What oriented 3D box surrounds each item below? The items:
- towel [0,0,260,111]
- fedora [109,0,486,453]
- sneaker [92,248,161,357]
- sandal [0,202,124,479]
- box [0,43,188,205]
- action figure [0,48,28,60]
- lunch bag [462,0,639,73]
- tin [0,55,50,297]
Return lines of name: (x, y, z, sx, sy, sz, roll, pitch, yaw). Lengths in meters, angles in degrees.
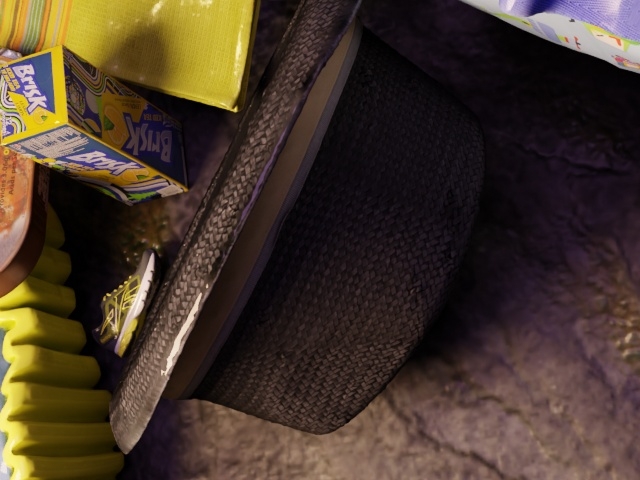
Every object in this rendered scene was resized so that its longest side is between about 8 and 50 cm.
towel: (-0.150, -0.165, 0.784, 0.237, 0.021, 0.102, 18, 110, 23)
fedora: (0.000, 0.000, 0.695, 0.153, 0.334, 0.334, 25, 86, -7)
sneaker: (-0.144, 0.043, 0.827, 0.035, 0.031, 0.083, 19, 84, 5)
sandal: (-0.238, 0.103, 0.810, 0.138, 0.126, 0.317, -27, 60, 13)
box: (-0.156, -0.076, 0.789, 0.054, 0.169, 0.059, -13, 73, 17)
action figure: (-0.221, -0.286, 0.859, 0.330, 0.178, 0.341, 41, 97, 19)
lunch bag: (0.145, -0.151, 0.607, 0.221, 0.293, 0.138, 26, 119, 18)
tin: (-0.243, -0.043, 0.779, 0.106, 0.040, 0.189, -5, 64, 6)
